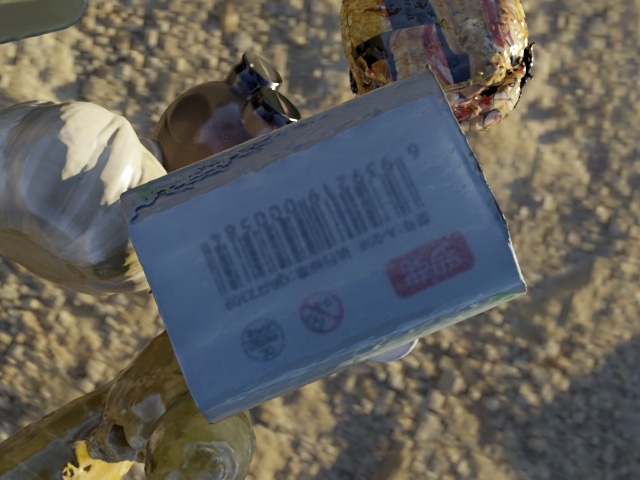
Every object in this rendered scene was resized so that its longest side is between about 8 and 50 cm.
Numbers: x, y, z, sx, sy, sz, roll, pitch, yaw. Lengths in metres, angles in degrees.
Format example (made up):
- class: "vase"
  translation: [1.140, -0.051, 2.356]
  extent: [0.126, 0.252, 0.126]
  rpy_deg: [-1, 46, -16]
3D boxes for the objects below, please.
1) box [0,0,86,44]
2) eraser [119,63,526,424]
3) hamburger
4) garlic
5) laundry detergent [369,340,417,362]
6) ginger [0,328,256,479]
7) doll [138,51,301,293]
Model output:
- class: "box"
  translation: [-0.344, -0.414, 1.652]
  extent: [0.177, 0.344, 0.352]
  rpy_deg: [-15, 71, -9]
- class: "eraser"
  translation: [0.000, 0.000, 1.114]
  extent: [0.227, 0.174, 0.081]
  rpy_deg: [-23, 155, 1]
- class: "hamburger"
  translation: [0.130, -0.226, 1.872]
  extent: [0.231, 0.231, 0.107]
  rpy_deg: [-42, 157, -18]
- class: "garlic"
  translation: [-0.225, -0.043, 1.526]
  extent: [0.228, 0.228, 0.152]
  rpy_deg: [35, 74, -31]
- class: "laundry detergent"
  translation: [0.051, 0.014, 1.859]
  extent: [0.087, 0.335, 0.159]
  rpy_deg: [3, 118, -8]
- class: "ginger"
  translation: [-0.119, 0.124, 1.456]
  extent: [0.122, 0.363, 0.348]
  rpy_deg: [49, 52, -9]
- class: "doll"
  translation: [-0.129, -0.063, 1.679]
  extent: [0.257, 0.182, 0.117]
  rpy_deg: [-41, 135, 17]
